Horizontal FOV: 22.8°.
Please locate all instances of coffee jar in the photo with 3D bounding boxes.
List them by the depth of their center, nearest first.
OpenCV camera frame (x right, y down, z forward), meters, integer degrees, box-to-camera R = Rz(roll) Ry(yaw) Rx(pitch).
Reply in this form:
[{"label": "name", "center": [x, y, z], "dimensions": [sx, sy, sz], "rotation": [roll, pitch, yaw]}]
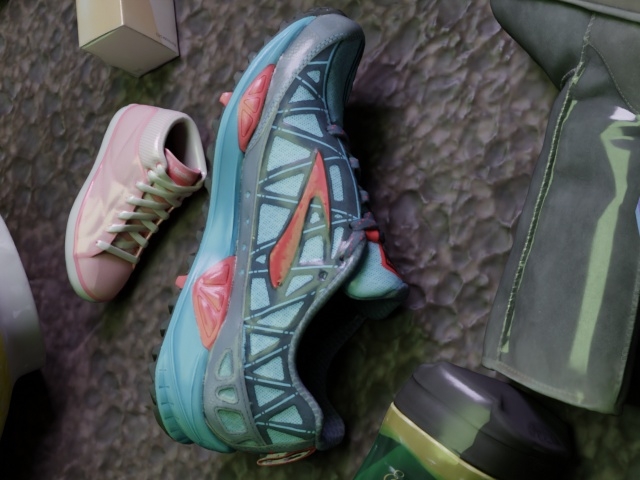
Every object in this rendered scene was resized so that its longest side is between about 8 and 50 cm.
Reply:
[{"label": "coffee jar", "center": [0.047, 0.150, 0.792], "dimensions": [0.079, 0.096, 0.184], "rotation": [36, 98, 37]}]

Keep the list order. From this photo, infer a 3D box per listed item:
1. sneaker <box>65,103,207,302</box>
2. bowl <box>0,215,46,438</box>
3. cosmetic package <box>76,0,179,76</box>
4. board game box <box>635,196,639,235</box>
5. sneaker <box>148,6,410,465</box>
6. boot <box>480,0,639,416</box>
[{"label": "sneaker", "center": [-0.115, -0.024, 1.006], "dimensions": [0.070, 0.051, 0.134], "rotation": [4, 73, 44]}, {"label": "bowl", "center": [-0.267, 0.052, 1.010], "dimensions": [0.156, 0.289, 0.289], "rotation": [-19, 52, -19]}, {"label": "cosmetic package", "center": [-0.132, -0.175, 1.068], "dimensions": [0.041, 0.060, 0.115], "rotation": [-23, 63, 30]}, {"label": "board game box", "center": [0.176, 0.009, 0.660], "dimensions": [0.133, 0.033, 0.169], "rotation": [-30, 59, 49]}, {"label": "sneaker", "center": [0.000, 0.000, 0.899], "dimensions": [0.125, 0.104, 0.262], "rotation": [13, 87, 22]}, {"label": "boot", "center": [0.123, -0.032, 0.817], "dimensions": [0.189, 0.076, 0.208], "rotation": [-142, 58, -68]}]
